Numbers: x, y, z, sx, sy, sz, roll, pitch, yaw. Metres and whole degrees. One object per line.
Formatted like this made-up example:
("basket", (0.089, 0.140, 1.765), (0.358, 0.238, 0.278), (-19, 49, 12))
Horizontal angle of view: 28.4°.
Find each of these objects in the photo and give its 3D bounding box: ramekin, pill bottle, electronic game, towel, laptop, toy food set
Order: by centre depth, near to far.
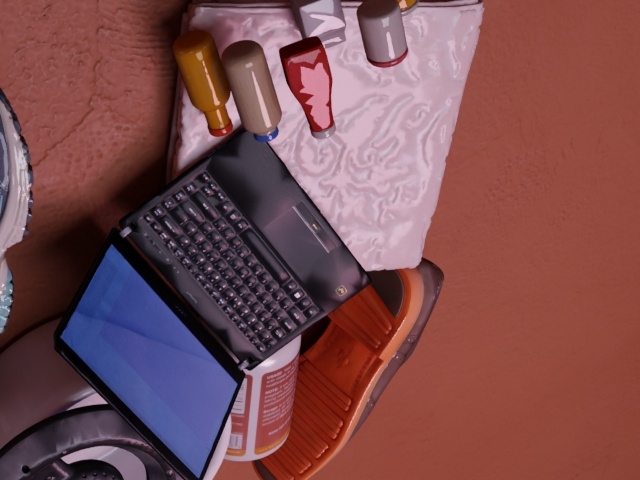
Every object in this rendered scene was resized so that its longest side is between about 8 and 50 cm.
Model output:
("toy food set", (-0.007, -0.162, 1.167), (0.232, 0.111, 0.104), (-22, 131, -6))
("laptop", (-0.096, 0.067, 1.252), (0.264, 0.136, 0.234), (-36, 120, 3))
("electronic game", (-0.241, 0.258, 1.272), (0.229, 0.048, 0.229), (-16, 128, -21))
("towel", (-0.005, -0.104, 1.318), (0.317, 0.053, 0.332), (-4, 126, -22))
("ramekin", (-0.248, 0.207, 1.365), (0.277, 0.135, 0.277), (-23, 136, -23))
("pill bottle", (-0.085, 0.139, 1.450), (0.121, 0.121, 0.216), (-16, 133, -29))

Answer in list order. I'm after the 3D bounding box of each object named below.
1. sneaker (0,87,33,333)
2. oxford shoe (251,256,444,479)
("sneaker", (-0.332, -0.017, 1.125), (0.122, 0.110, 0.283), (-7, 128, -31))
("oxford shoe", (0.040, 0.173, 1.584), (0.133, 0.130, 0.363), (0, 131, -55))
